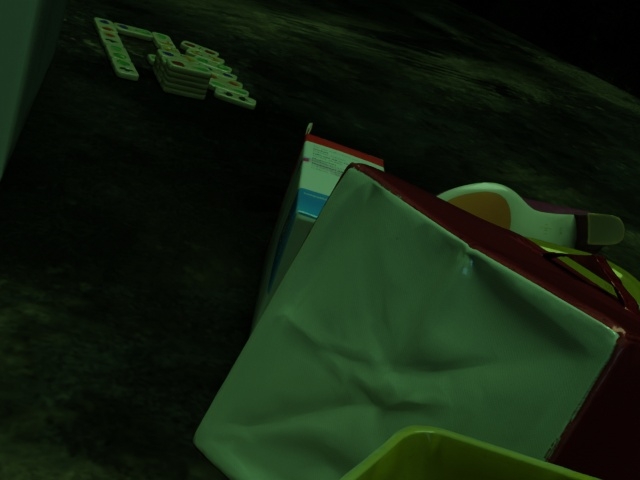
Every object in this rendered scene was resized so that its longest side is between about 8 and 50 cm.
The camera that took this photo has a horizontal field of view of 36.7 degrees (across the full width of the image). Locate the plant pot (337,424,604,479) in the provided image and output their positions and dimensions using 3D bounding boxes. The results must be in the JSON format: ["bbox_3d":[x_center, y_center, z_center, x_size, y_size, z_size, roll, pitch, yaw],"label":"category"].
[{"bbox_3d":[0.070,0.208,0.310,0.212,0.187,0.212,14,18,28],"label":"plant pot"}]

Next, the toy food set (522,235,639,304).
[{"bbox_3d":[0.260,0.070,0.974,0.217,0.071,0.128,15,31,-6],"label":"toy food set"}]

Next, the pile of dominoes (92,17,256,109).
[{"bbox_3d":[-0.203,-0.263,1.351,0.195,0.040,0.251,9,26,-26],"label":"pile of dominoes"}]

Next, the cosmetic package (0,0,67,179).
[{"bbox_3d":[-0.348,-0.260,0.979,0.161,0.230,0.453,14,23,-14],"label":"cosmetic package"}]

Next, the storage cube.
[{"bbox_3d":[0.083,0.092,0.546,0.183,0.215,0.193,36,11,36],"label":"storage cube"}]

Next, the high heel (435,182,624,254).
[{"bbox_3d":[0.236,-0.021,1.176,0.243,0.082,0.117,1,-5,-11],"label":"high heel"}]

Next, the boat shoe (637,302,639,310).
[{"bbox_3d":[0.202,0.074,0.862,0.285,0.105,0.089,22,26,5],"label":"boat shoe"}]

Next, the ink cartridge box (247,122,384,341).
[{"bbox_3d":[0.000,0.000,0.816,0.078,0.134,0.231,18,24,-6],"label":"ink cartridge box"}]
